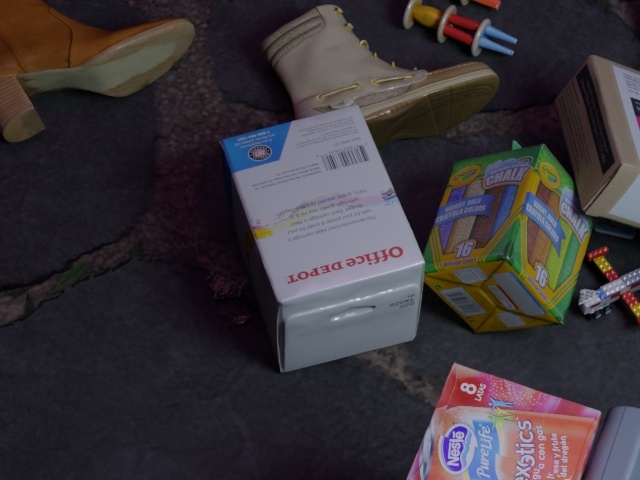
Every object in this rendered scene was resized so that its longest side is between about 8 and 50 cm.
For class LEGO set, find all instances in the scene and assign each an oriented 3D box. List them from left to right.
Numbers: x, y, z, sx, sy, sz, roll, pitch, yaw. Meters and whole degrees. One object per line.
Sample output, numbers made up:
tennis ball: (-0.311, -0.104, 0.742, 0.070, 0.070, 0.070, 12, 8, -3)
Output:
LEGO set: (-0.110, 0.065, 1.921, 0.054, 0.023, 0.083, -6, 70, -2)
LEGO set: (0.403, 0.030, 1.919, 0.182, 0.060, 0.244, 12, 54, 8)

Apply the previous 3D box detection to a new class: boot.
boot: (-0.331, -0.265, 2.085, 0.295, 0.104, 0.211, -29, 62, -13)
boot: (0.073, -0.218, 2.064, 0.262, 0.095, 0.203, -20, 58, -8)

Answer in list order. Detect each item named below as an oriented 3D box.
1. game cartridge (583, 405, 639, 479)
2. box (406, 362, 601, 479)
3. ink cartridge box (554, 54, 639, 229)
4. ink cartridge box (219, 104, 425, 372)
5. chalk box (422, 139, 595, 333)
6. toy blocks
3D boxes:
game cartridge: (0.317, 0.303, 1.610, 0.062, 0.297, 0.198, 1, 51, 29)
box: (0.169, 0.266, 1.619, 0.154, 0.300, 0.142, 18, 60, 13)
ink cartridge box: (0.406, -0.096, 1.917, 0.234, 0.088, 0.193, 16, 42, -23)
ink cartridge box: (0.000, 0.000, 1.872, 0.171, 0.168, 0.233, -14, 58, -9)
chalk box: (0.222, -0.018, 1.879, 0.132, 0.132, 0.213, -9, 48, 41)
toy blocks: (0.199, -0.300, 2.138, 0.148, 0.054, 0.123, 24, 60, 15)
